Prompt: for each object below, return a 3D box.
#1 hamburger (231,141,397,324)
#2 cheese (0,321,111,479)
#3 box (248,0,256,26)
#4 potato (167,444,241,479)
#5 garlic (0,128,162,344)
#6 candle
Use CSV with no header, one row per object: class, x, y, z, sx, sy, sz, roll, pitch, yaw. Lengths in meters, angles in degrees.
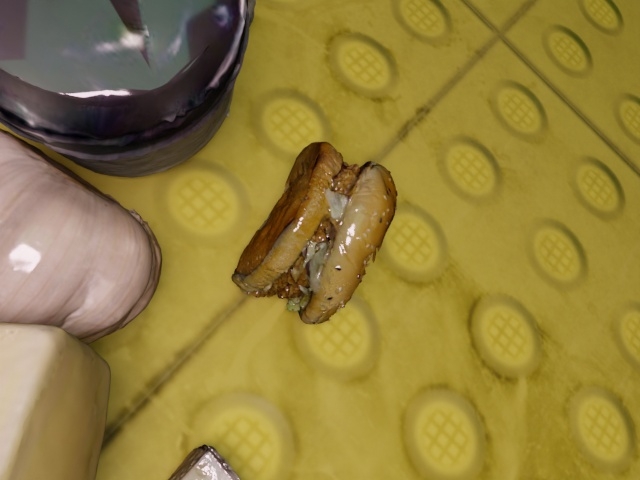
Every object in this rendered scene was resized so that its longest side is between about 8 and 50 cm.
hamburger,0.000,0.000,0.682,0.113,0.177,0.185,32,28,-17
cheese,-0.280,0.167,0.406,0.266,0.124,0.242,0,63,12
box,-0.142,-0.258,0.786,0.122,0.084,0.069,-25,72,-35
potato,-0.077,0.233,0.579,0.061,0.086,0.122,-39,88,-21
garlic,-0.237,0.004,0.541,0.228,0.228,0.152,33,79,-9
candle,-0.177,-0.165,0.598,0.221,0.342,0.221,0,88,-11
